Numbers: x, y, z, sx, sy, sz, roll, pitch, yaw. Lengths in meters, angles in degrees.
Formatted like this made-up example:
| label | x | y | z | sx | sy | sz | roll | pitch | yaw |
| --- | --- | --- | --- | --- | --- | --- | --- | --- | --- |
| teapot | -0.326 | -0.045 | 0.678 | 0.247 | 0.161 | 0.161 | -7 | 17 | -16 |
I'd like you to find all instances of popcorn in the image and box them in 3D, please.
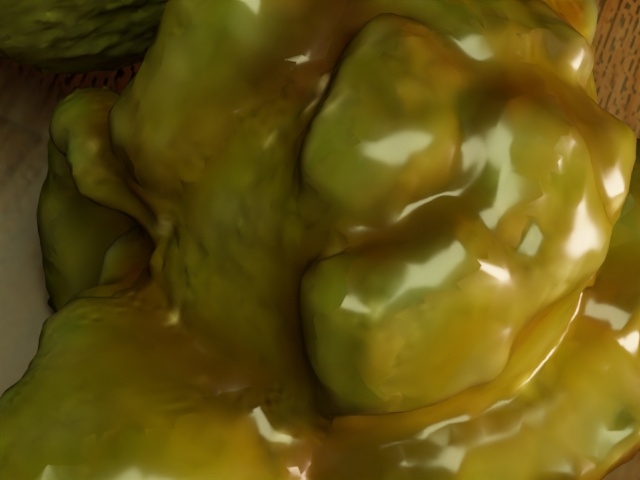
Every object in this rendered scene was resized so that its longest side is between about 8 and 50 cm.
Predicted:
| label | x | y | z | sx | sy | sz | roll | pitch | yaw |
| --- | --- | --- | --- | --- | --- | --- | --- | --- | --- |
| popcorn | -0.007 | -0.005 | 0.643 | 0.321 | 0.325 | 0.290 | 5 | 94 | -44 |

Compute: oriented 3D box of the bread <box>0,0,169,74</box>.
| label | x | y | z | sx | sy | sz | roll | pitch | yaw |
| --- | --- | --- | --- | --- | --- | --- | --- | --- | --- |
| bread | -0.079 | -0.283 | 0.679 | 0.348 | 0.348 | 0.308 | -31 | 79 | -18 |
